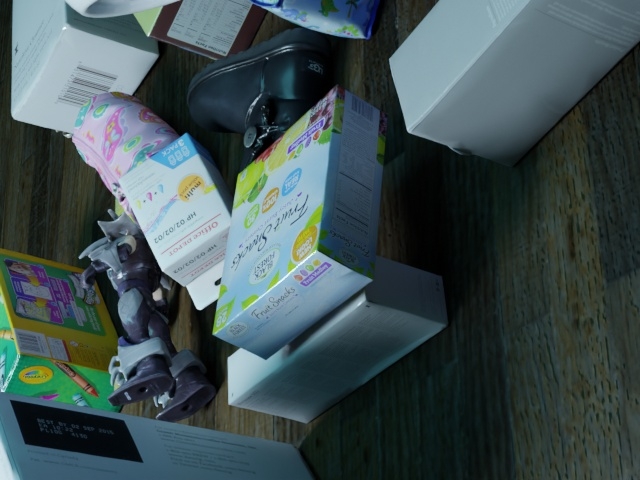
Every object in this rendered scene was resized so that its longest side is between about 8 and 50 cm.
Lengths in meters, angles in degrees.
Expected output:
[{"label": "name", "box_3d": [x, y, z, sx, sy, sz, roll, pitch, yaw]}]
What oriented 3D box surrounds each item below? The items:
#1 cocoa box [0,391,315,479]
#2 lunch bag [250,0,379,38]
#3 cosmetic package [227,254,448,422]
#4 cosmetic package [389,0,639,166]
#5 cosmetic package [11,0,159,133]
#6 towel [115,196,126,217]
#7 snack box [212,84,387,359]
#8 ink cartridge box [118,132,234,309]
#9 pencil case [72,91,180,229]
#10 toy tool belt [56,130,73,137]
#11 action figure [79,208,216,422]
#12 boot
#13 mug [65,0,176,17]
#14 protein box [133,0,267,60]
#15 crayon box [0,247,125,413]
[{"label": "cocoa box", "box_3d": [-0.174, 0.318, 1.323, 0.228, 0.347, 0.231, -64, 33, 18]}, {"label": "lunch bag", "box_3d": [-0.018, -0.285, 1.569, 0.151, 0.129, 0.096, 22, 95, 61]}, {"label": "cosmetic package", "box_3d": [0.011, 0.098, 1.371, 0.239, 0.099, 0.060, -40, 45, 43]}, {"label": "cosmetic package", "box_3d": [0.179, -0.181, 1.204, 0.238, 0.127, 0.107, -43, 42, 38]}, {"label": "cosmetic package", "box_3d": [-0.366, -0.373, 2.152, 0.217, 0.156, 0.385, -49, 40, 39]}, {"label": "towel", "box_3d": [-0.276, -0.075, 2.007, 0.060, 0.009, 0.083, -38, 45, 46]}, {"label": "snack box", "box_3d": [-0.018, -0.017, 1.333, 0.174, 0.070, 0.207, -40, 34, 41]}, {"label": "ink cartridge box", "box_3d": [-0.150, -0.022, 1.645, 0.104, 0.061, 0.181, -34, 61, 8]}, {"label": "pencil case", "box_3d": [-0.241, -0.106, 1.856, 0.124, 0.124, 0.284, -66, 31, 13]}, {"label": "toy tool belt", "box_3d": [-0.406, -0.195, 2.234, 0.083, 0.051, 0.052, -15, 64, 56]}, {"label": "action figure", "box_3d": [-0.221, 0.083, 1.701, 0.099, 0.185, 0.285, -31, 48, 9]}, {"label": "boot", "box_3d": [-0.083, -0.112, 1.625, 0.246, 0.094, 0.207, -20, 55, 47]}, {"label": "mug", "box_3d": [-0.194, -0.444, 1.563, 0.374, 0.276, 0.328, -16, 90, 25]}, {"label": "protein box", "box_3d": [-0.148, -0.367, 1.812, 0.201, 0.136, 0.200, -61, 34, 20]}, {"label": "crayon box", "box_3d": [-0.371, 0.124, 1.915, 0.081, 0.165, 0.278, -62, 32, 19]}]
